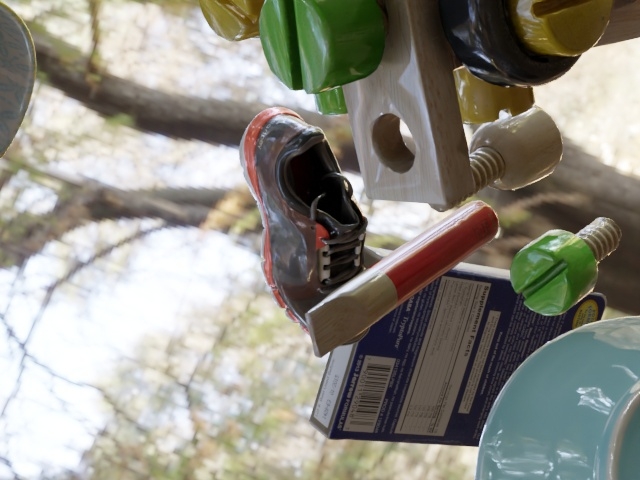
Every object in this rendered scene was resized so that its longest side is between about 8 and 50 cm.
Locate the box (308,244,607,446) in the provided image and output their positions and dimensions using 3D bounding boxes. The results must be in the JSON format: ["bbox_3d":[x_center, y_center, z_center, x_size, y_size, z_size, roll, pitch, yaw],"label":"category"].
[{"bbox_3d":[0.107,0.086,1.011,0.225,0.036,0.136,10,-78,-34],"label":"box"}]

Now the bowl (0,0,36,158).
[{"bbox_3d":[-0.421,-0.144,1.239,0.289,0.156,0.289,-40,-24,-22],"label":"bowl"}]

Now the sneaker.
[{"bbox_3d":[0.000,0.000,0.797,0.061,0.065,0.158,-34,-63,-23],"label":"sneaker"}]

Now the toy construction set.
[{"bbox_3d":[0.035,-0.071,0.537,0.237,0.257,0.309,-32,-39,-40],"label":"toy construction set"}]

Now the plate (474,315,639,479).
[{"bbox_3d":[0.133,0.091,0.385,0.188,0.188,0.024,-54,-6,-46],"label":"plate"}]
